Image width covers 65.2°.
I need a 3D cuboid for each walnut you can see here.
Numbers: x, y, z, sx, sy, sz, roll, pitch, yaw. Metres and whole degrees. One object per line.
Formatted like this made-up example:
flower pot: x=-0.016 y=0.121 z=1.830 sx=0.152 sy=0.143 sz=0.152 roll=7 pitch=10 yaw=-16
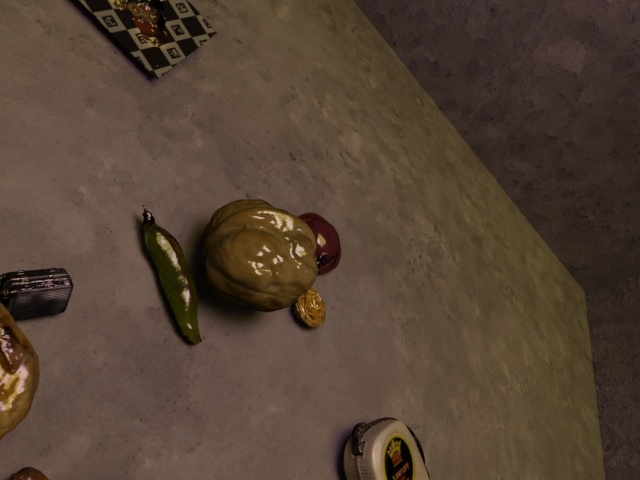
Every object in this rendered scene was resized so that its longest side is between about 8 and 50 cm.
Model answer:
walnut: x=-0.149 y=0.038 z=1.218 sx=0.277 sy=0.253 sz=0.282 roll=19 pitch=55 yaw=-31

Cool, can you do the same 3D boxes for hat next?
hat: x=0.000 y=0.000 z=1.539 sx=0.205 sy=0.089 sz=0.205 roll=25 pitch=50 yaw=-35

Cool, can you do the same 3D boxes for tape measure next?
tape measure: x=0.172 y=0.578 z=1.328 sx=0.271 sy=0.133 sz=0.231 roll=-7 pitch=79 yaw=-51

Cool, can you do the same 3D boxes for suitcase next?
suitcase: x=-0.521 y=0.098 z=0.910 sx=0.126 sy=0.086 sz=0.059 roll=-4 pitch=43 yaw=-49

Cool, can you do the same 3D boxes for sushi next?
sushi: x=-0.512 y=-0.644 z=1.428 sx=0.339 sy=0.069 sz=0.320 roll=45 pitch=49 yaw=-18

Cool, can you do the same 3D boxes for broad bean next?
broad bean: x=-0.336 y=0.075 z=1.147 sx=0.077 sy=0.061 sz=0.339 roll=-18 pitch=79 yaw=-44

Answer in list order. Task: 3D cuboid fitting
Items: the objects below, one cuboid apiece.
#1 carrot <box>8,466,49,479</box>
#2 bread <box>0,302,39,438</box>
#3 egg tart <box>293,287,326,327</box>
carrot: x=-0.437 y=0.448 z=0.804 sx=0.186 sy=0.060 sz=0.060 roll=59 pitch=38 yaw=-3
bread: x=-0.563 y=0.201 z=0.767 sx=0.244 sy=0.134 sz=0.244 roll=29 pitch=47 yaw=-37
egg tart: x=-0.035 y=0.189 z=1.413 sx=0.129 sy=0.049 sz=0.129 roll=33 pitch=42 yaw=-36
